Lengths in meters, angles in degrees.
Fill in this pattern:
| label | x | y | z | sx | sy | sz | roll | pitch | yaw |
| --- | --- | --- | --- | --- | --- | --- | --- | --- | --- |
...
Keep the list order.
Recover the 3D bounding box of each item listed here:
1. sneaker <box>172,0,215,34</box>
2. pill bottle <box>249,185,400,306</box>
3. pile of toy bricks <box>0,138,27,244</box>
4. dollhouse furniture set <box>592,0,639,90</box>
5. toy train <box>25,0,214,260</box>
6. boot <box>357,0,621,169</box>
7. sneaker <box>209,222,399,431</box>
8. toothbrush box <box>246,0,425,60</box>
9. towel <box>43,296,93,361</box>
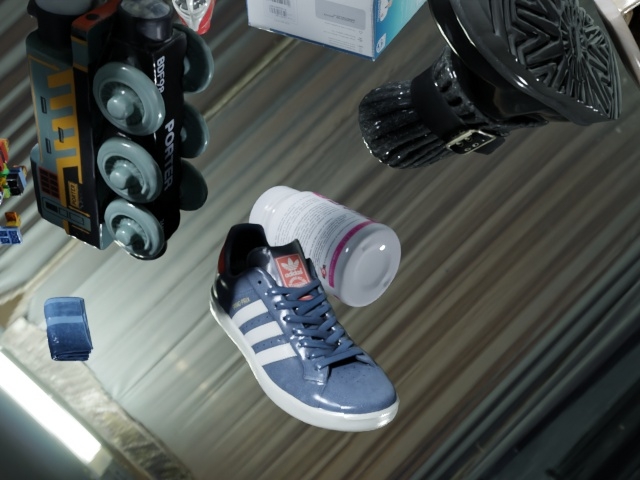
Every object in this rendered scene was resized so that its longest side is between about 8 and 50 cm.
| label | x | y | z | sx | sy | sz | roll | pitch | yaw |
| --- | --- | --- | --- | --- | --- | --- | --- | --- | --- |
| sneaker | -0.257 | -0.534 | 1.441 | 0.118 | 0.107 | 0.278 | 91 | 178 | -66 |
| pill bottle | 0.000 | 0.000 | 1.379 | 0.283 | 0.160 | 0.160 | 28 | 165 | 41 |
| pile of toy bricks | -0.489 | -0.092 | 1.075 | 0.212 | 0.118 | 0.105 | 94 | 174 | -47 |
| dollhouse furniture set | 0.361 | -0.144 | 0.533 | 0.286 | 0.198 | 0.303 | 32 | -147 | -47 |
| toy train | -0.229 | -0.121 | 0.791 | 0.190 | 0.142 | 0.333 | 23 | 135 | 11 |
| boot | 0.134 | -0.170 | 0.747 | 0.260 | 0.131 | 0.348 | -6 | 164 | 37 |
| sneaker | -0.031 | 0.088 | 0.883 | 0.131 | 0.148 | 0.350 | -10 | -149 | -37 |
| toothbrush box | 0.051 | -0.422 | 1.085 | 0.216 | 0.295 | 0.126 | 21 | 143 | 19 |
| towel | -0.412 | 0.142 | 1.174 | 0.067 | 0.029 | 0.119 | 2 | -134 | -30 |
